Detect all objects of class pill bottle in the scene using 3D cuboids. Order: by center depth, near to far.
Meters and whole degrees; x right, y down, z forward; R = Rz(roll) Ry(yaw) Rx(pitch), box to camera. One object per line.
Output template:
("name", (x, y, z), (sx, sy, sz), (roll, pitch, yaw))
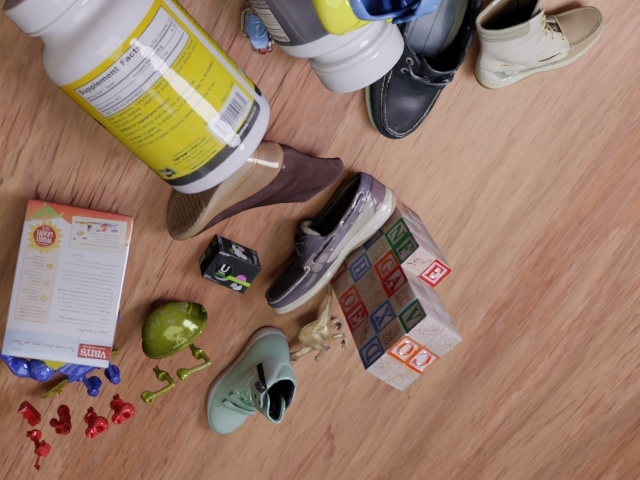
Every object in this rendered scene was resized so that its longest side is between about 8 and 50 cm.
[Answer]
("pill bottle", (-0.017, -0.352, 1.059), (0.176, 0.176, 0.318), (-33, 127, 7))
("pill bottle", (-0.235, -0.229, 1.072), (0.188, 0.188, 0.334), (-38, 125, 11))

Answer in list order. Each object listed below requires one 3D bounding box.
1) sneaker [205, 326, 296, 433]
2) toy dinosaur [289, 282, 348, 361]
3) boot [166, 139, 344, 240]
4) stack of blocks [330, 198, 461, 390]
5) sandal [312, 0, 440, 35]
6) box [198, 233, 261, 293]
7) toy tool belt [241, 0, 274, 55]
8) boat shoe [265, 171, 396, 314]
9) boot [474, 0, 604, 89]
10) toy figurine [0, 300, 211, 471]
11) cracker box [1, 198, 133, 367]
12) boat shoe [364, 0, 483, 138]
("sneaker", (-0.131, 0.297, 1.489), (0.094, 0.151, 0.256), (17, 118, -28))
("toy dinosaur", (0.006, 0.163, 1.491), (0.092, 0.053, 0.183), (18, 109, -34))
("boot", (-0.105, -0.066, 1.284), (0.206, 0.090, 0.248), (5, 149, -41))
("stack of blocks", (0.119, 0.073, 1.318), (0.087, 0.297, 0.171), (34, 110, -32))
("sandal", (0.113, -0.316, 0.963), (0.138, 0.317, 0.126), (-2, 116, 30))
("box", (-0.151, 0.040, 1.367), (0.083, 0.052, 0.062), (25, 114, -28))
("toy tool belt", (-0.085, -0.295, 1.156), (0.052, 0.051, 0.083), (-12, 127, -8))
("boat shoe", (0.000, 0.000, 1.360), (0.285, 0.103, 0.092), (-45, 119, 11))
("boot", (0.327, -0.319, 1.208), (0.213, 0.077, 0.165), (-24, 157, 2))
("toy figurine", (-0.382, 0.168, 1.311), (0.362, 0.191, 0.217), (-31, 122, 4))
("cracker box", (-0.377, 0.065, 1.229), (0.155, 0.067, 0.232), (10, 88, -12))
("boat shoe", (0.161, -0.286, 1.197), (0.127, 0.113, 0.340), (9, 121, -24))
